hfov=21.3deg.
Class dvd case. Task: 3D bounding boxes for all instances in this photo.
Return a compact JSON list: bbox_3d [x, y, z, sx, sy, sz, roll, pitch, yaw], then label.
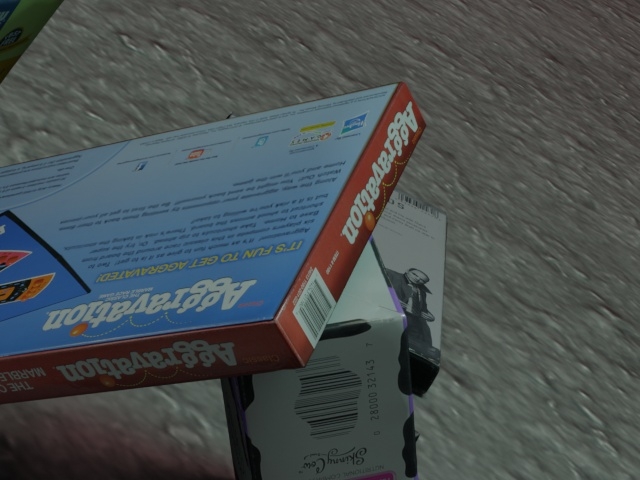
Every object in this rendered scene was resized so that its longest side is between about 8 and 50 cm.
[{"bbox_3d":[0.000,0.000,1.134,0.179,0.030,0.239,26,23,-6],"label":"dvd case"}]

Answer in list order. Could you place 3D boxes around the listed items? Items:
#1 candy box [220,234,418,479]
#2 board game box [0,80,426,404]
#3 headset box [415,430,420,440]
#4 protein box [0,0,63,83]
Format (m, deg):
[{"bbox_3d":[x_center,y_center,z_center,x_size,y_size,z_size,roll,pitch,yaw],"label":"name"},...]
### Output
[{"bbox_3d":[-0.006,0.075,0.757,0.070,0.196,0.165,-10,31,-6],"label":"candy box"},{"bbox_3d":[-0.103,0.010,0.704,0.027,0.281,0.145,61,37,-28],"label":"board game box"},{"bbox_3d":[0.009,0.105,0.924,0.083,0.032,0.062,35,24,20],"label":"headset box"},{"bbox_3d":[-0.267,-0.109,0.793,0.200,0.201,0.136,47,27,9],"label":"protein box"}]
